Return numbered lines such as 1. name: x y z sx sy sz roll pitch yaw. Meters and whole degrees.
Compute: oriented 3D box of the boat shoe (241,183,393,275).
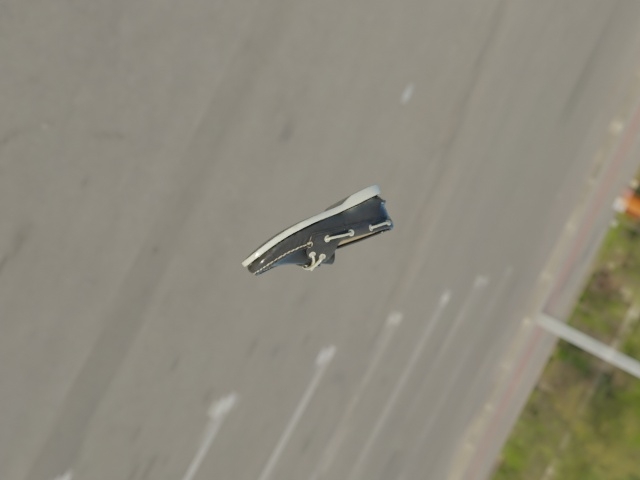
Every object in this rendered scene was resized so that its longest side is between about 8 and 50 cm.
1. boat shoe: 0.000 0.000 1.265 0.125 0.038 0.046 -28 180 -36
